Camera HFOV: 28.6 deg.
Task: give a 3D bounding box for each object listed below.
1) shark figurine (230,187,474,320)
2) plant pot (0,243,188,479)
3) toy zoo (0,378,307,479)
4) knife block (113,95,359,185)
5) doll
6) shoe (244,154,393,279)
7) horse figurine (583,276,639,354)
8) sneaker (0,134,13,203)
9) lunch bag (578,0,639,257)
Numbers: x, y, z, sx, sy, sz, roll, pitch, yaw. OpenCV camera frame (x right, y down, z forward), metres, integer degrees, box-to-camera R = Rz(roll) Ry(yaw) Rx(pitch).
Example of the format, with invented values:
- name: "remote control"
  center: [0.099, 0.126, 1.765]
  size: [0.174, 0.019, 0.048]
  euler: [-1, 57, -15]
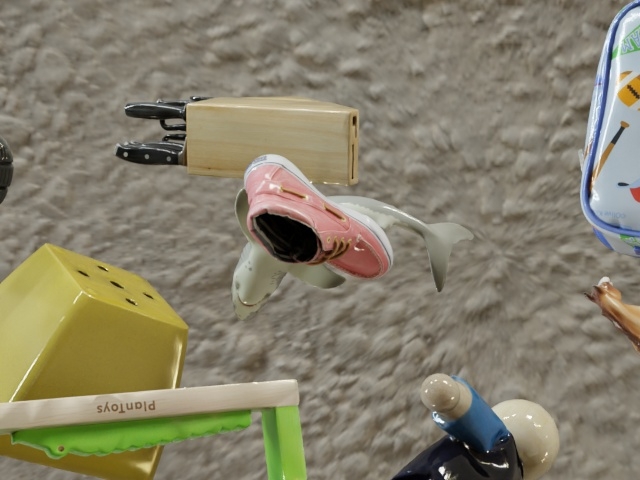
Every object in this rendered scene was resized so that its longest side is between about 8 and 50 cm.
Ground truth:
- name: "shark figurine"
  center: [0.017, -0.020, 1.388]
  size: [0.278, 0.116, 0.166]
  euler: [-13, 114, 14]
- name: "plant pot"
  center: [-0.272, 0.129, 1.420]
  size: [0.187, 0.212, 0.212]
  euler: [-60, 38, 9]
- name: "toy zoo"
  center: [-0.089, 0.223, 0.628]
  size: [0.192, 0.030, 0.293]
  euler: [-3, 78, -20]
- name: "knife block"
  center: [-0.110, -0.121, 1.500]
  size: [0.242, 0.276, 0.088]
  euler: [-5, 103, -22]
- name: "doll"
  center: [0.046, 0.113, 0.504]
  size: [0.046, 0.189, 0.129]
  euler: [8, 113, 36]
- name: "shoe"
  center: [-0.001, 0.001, 1.140]
  size: [0.063, 0.081, 0.178]
  euler: [-36, 122, 26]
- name: "horse figurine"
  center: [0.409, 0.141, 1.468]
  size: [0.066, 0.174, 0.263]
  euler: [-22, 94, 30]
- name: "sneaker"
  center: [-0.375, -0.030, 1.203]
  size: [0.129, 0.111, 0.297]
  euler: [58, 132, 31]
- name: "lunch bag"
  center: [0.371, -0.079, 1.073]
  size: [0.303, 0.115, 0.243]
  euler: [8, 83, 20]
